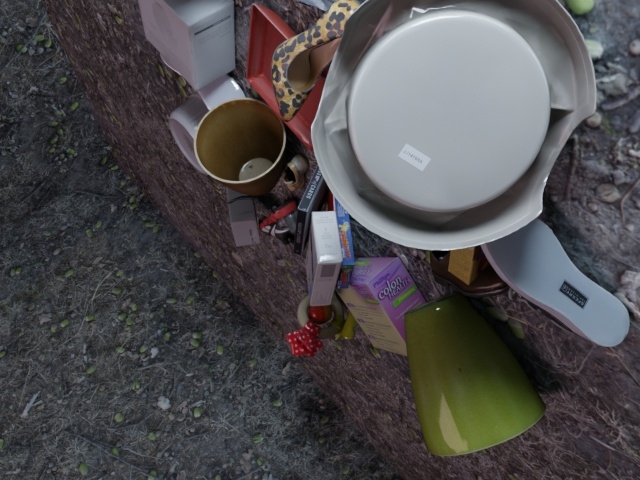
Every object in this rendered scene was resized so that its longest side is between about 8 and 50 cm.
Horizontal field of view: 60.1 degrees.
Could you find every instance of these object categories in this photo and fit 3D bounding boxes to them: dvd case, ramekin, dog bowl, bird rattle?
[{"bbox_3d":[-0.021,-0.089,1.405,0.029,0.179,0.239,20,153,5],"label":"dvd case"},{"bbox_3d":[-0.381,-0.338,1.805,0.273,0.127,0.273,42,157,23],"label":"ramekin"},{"bbox_3d":[0.162,-0.165,0.726,0.349,0.348,0.102,59,-163,-16],"label":"dog bowl"},{"bbox_3d":[0.000,0.278,1.870,0.143,0.253,0.207,98,154,-61],"label":"bird rattle"}]

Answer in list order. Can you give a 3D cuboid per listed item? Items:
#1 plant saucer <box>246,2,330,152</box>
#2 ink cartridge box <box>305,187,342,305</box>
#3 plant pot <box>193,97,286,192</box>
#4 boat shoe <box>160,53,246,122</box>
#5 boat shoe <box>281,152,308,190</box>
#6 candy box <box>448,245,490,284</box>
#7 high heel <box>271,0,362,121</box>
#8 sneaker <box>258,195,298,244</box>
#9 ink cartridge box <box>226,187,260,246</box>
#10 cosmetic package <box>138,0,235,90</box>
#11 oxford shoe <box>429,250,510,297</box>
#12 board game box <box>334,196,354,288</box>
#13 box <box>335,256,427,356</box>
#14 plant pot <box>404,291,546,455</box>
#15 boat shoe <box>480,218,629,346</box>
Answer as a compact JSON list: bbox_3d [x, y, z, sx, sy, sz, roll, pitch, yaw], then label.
[{"bbox_3d":[-0.063,-0.358,1.229,0.258,0.047,0.259,48,159,10],"label":"plant saucer"},{"bbox_3d":[0.000,0.000,1.446,0.296,0.066,0.261,100,165,-63],"label":"ink cartridge box"},{"bbox_3d":[-0.193,-0.224,1.517,0.237,0.237,0.254,47,174,15],"label":"plant pot"},{"bbox_3d":[-0.314,-0.444,1.550,0.301,0.108,0.102,40,-169,0],"label":"boat shoe"},{"bbox_3d":[-0.079,-0.180,1.529,0.063,0.059,0.170,48,158,11],"label":"boat shoe"},{"bbox_3d":[0.283,-0.019,0.971,0.053,0.109,0.187,39,155,30],"label":"candy box"},{"bbox_3d":[-0.002,-0.314,1.007,0.186,0.093,0.261,41,128,38],"label":"high heel"},{"bbox_3d":[-0.120,-0.043,1.777,0.135,0.097,0.276,56,157,-2],"label":"sneaker"},{"bbox_3d":[-0.262,-0.105,1.859,0.153,0.086,0.208,89,170,-56],"label":"ink cartridge box"},{"bbox_3d":[-0.328,-0.540,1.361,0.224,0.138,0.225,47,157,13],"label":"cosmetic package"},{"bbox_3d":[0.293,0.052,1.102,0.227,0.082,0.096,13,132,57],"label":"oxford shoe"},{"bbox_3d":[0.054,0.005,1.419,0.136,0.035,0.201,97,169,-59],"label":"board game box"},{"bbox_3d":[0.175,0.174,1.488,0.243,0.117,0.213,56,159,-12],"label":"box"},{"bbox_3d":[0.305,0.276,1.233,0.294,0.274,0.275,67,160,6],"label":"plant pot"},{"bbox_3d":[0.362,0.059,0.904,0.306,0.113,0.105,34,171,-12],"label":"boat shoe"}]
